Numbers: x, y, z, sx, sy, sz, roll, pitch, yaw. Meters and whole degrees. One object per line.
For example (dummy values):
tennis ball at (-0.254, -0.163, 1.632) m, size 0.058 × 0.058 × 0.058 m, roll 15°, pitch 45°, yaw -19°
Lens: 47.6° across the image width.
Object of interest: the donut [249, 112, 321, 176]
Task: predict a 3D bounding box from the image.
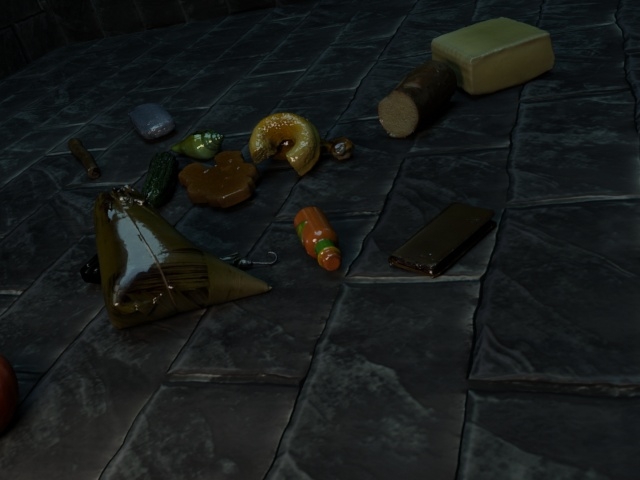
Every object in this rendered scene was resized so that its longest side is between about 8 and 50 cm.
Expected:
donut at (-0.087, -0.240, 1.730) m, size 0.181 × 0.078 × 0.146 m, roll 18°, pitch 85°, yaw 25°

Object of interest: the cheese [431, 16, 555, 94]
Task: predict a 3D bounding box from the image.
cheese at (0.457, -0.502, 1.958) m, size 0.243 × 0.123 × 0.265 m, roll -16°, pitch 28°, yaw -8°

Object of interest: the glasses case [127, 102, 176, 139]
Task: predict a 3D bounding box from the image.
glasses case at (-0.534, -0.378, 2.282) m, size 0.109 × 0.067 × 0.282 m, roll -28°, pitch 33°, yaw -14°

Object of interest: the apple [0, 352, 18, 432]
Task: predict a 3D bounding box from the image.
apple at (-0.594, 0.248, 1.145) m, size 0.210 × 0.164 × 0.209 m, roll -12°, pitch 27°, yaw 6°

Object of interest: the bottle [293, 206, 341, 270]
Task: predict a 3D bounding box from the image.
bottle at (0.000, 0.000, 1.376) m, size 0.069 × 0.069 × 0.187 m, roll -20°, pitch 29°, yaw -7°

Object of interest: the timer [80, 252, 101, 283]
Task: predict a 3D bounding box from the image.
timer at (-0.384, 0.048, 1.501) m, size 0.187 × 0.055 × 0.144 m, roll 5°, pitch 38°, yaw 25°

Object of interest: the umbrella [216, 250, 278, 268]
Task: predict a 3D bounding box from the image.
umbrella at (-0.216, 0.045, 1.419) m, size 0.269 × 0.044 × 0.044 m, roll -3°, pitch 69°, yaw 7°

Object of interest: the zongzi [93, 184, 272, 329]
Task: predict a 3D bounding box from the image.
zongzi at (-0.264, 0.009, 1.362) m, size 0.300 × 0.145 × 0.273 m, roll -12°, pitch 64°, yaw -8°

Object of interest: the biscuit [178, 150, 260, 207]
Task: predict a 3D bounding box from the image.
biscuit at (-0.242, -0.144, 1.767) m, size 0.186 × 0.044 × 0.295 m, roll -24°, pitch 29°, yaw -7°

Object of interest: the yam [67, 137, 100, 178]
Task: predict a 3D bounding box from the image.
yam at (-0.710, -0.251, 2.173) m, size 0.045 × 0.045 × 0.327 m, roll -45°, pitch 35°, yaw -4°

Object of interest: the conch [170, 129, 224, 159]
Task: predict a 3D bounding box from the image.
conch at (-0.325, -0.263, 1.987) m, size 0.095 × 0.079 × 0.201 m, roll -13°, pitch 15°, yaw -36°

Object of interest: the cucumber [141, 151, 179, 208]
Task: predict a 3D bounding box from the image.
cucumber at (-0.405, -0.151, 1.832) m, size 0.077 × 0.077 × 0.265 m, roll -14°, pitch 32°, yaw 3°

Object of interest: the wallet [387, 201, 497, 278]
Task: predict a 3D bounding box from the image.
wallet at (0.223, -0.004, 1.313) m, size 0.110 × 0.031 × 0.198 m, roll 18°, pitch 44°, yaw 44°

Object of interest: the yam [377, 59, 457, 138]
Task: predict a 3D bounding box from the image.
yam at (0.246, -0.359, 1.808) m, size 0.129 × 0.128 × 0.238 m, roll 8°, pitch 37°, yaw 37°

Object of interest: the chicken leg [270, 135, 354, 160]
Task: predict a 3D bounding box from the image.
chicken leg at (-0.030, -0.236, 1.791) m, size 0.252 × 0.087 × 0.107 m, roll 13°, pitch 72°, yaw 30°
